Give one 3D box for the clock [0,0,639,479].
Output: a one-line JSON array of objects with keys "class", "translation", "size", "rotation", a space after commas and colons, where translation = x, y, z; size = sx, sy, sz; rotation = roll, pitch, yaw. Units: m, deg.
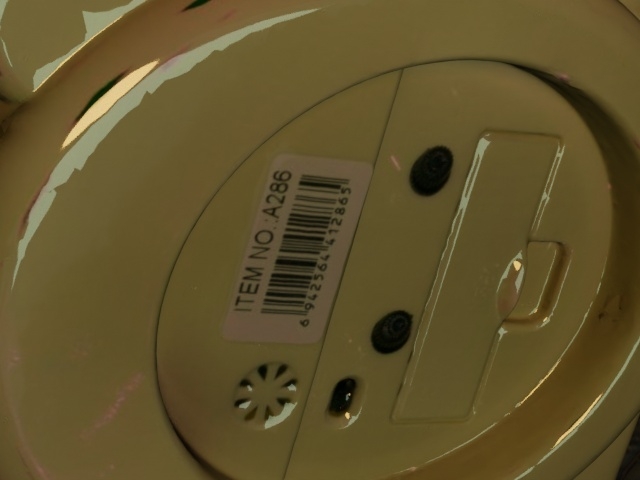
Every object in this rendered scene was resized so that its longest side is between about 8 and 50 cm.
[{"class": "clock", "translation": [0.000, 0.000, 0.554], "size": [0.310, 0.114, 0.284], "rotation": [3, 115, -33]}]
